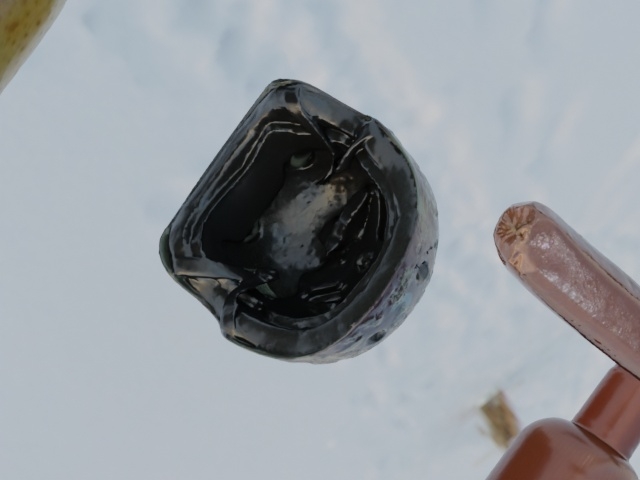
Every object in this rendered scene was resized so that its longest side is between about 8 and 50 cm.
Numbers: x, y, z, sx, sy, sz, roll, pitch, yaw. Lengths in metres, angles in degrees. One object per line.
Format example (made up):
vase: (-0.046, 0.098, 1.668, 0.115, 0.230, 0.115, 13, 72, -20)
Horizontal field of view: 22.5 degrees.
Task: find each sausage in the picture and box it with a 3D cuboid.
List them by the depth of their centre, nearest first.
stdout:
sausage: (0.126, 0.032, 0.674, 0.147, 0.030, 0.035, 39, 89, -26)

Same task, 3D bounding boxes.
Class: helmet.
helmet: (0.004, 0.001, 0.961, 0.153, 0.177, 0.107, -53, 144, 5)

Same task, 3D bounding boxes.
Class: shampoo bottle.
shampoo bottle: (0.124, 0.159, 0.892, 0.244, 0.085, 0.085, -52, 161, -3)

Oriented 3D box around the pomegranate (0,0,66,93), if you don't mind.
pomegranate: (-0.298, -0.173, 0.759, 0.417, 0.416, 0.416, -34, 161, -14)
